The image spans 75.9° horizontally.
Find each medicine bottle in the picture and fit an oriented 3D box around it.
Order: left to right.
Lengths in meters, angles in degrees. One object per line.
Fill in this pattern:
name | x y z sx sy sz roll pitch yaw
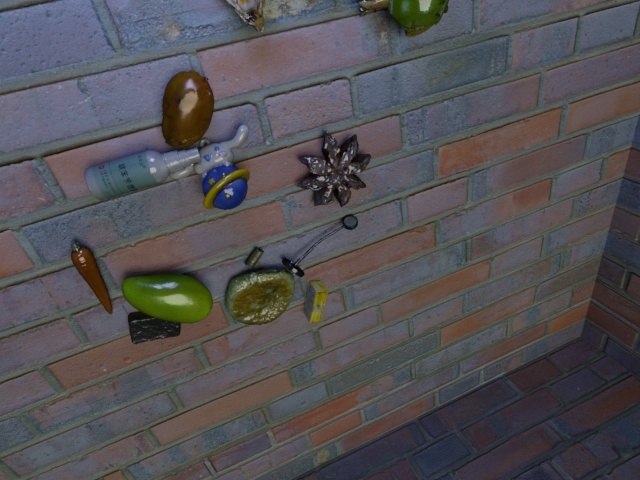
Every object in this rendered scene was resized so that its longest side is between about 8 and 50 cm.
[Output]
medicine bottle | -0.563 -0.231 1.330 0.351 0.110 0.110 -18 124 -7

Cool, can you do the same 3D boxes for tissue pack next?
tissue pack | -0.024 0.283 1.901 0.062 0.095 0.176 -1 117 -25

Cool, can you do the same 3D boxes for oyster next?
oyster | -0.232 -0.785 1.180 0.166 0.110 0.341 -17 128 25

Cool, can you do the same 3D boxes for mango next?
mango | -0.580 0.213 1.571 0.343 0.156 0.192 19 106 -29
mango | -0.431 -0.412 1.304 0.156 0.151 0.249 28 113 -1

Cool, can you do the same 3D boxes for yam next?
yam | -0.274 0.073 1.699 0.043 0.043 0.094 27 103 -34

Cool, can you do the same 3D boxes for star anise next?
star anise | 0.061 -0.266 1.614 0.331 0.118 0.332 -9 123 -14

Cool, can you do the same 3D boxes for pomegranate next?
pomegranate | 0.277 -0.807 1.357 0.301 0.236 0.236 6 118 3

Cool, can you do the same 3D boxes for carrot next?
carrot | -0.815 0.141 1.484 0.069 0.069 0.336 -18 127 -14

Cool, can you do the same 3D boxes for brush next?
brush | -0.669 0.345 1.664 0.197 0.059 0.123 -7 122 -21

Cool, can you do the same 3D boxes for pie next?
pie | -0.258 0.246 1.793 0.323 0.070 0.323 -12 126 -18

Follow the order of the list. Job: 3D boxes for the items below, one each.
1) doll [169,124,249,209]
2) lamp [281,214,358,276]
doll | -0.325 -0.246 1.428 0.311 0.242 0.159 -45 160 4
lamp | 0.005 0.021 1.789 0.371 0.130 0.108 -41 150 -14
